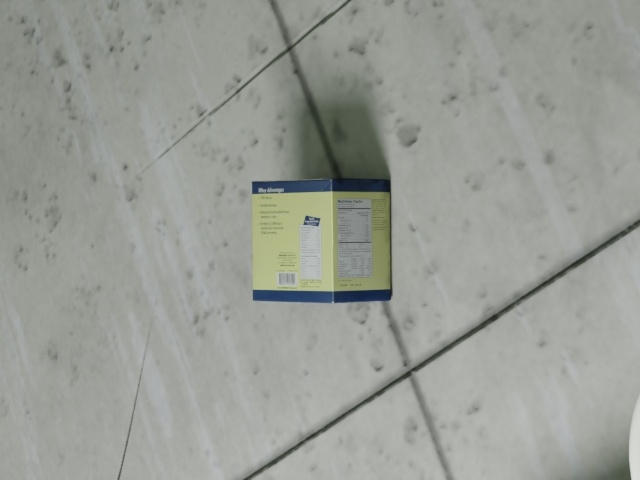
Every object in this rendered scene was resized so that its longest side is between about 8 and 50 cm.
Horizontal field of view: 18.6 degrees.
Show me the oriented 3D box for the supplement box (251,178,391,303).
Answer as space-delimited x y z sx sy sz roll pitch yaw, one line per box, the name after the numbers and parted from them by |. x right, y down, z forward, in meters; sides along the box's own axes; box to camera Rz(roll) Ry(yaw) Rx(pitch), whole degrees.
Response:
0.000 0.000 1.332 0.083 0.056 0.083 0 90 46 | supplement box

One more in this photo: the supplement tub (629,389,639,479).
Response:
0.262 0.102 0.955 0.144 0.199 0.144 0 89 46 | supplement tub
